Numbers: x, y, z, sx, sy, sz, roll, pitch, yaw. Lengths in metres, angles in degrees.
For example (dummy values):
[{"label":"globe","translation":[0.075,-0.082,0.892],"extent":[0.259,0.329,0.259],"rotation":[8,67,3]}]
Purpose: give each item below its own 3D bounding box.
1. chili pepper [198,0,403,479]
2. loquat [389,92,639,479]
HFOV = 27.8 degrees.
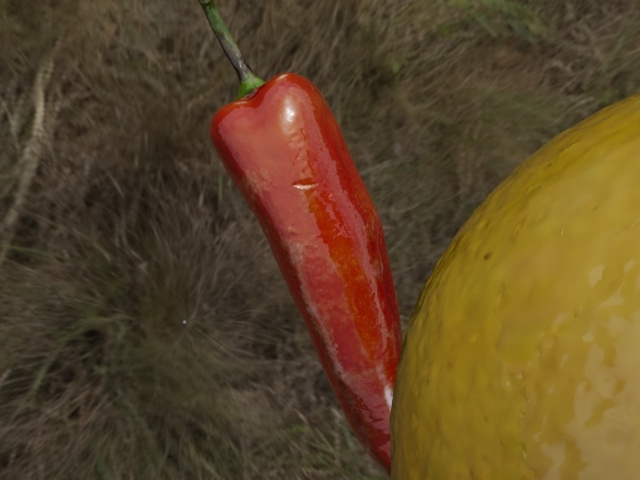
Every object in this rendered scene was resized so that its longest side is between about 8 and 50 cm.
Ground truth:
[{"label":"chili pepper","translation":[0.000,0.000,0.640],"extent":[0.063,0.071,0.272],"rotation":[-21,97,13]},{"label":"loquat","translation":[0.153,0.084,0.387],"extent":[0.275,0.275,0.275],"rotation":[0,86,-6]}]
